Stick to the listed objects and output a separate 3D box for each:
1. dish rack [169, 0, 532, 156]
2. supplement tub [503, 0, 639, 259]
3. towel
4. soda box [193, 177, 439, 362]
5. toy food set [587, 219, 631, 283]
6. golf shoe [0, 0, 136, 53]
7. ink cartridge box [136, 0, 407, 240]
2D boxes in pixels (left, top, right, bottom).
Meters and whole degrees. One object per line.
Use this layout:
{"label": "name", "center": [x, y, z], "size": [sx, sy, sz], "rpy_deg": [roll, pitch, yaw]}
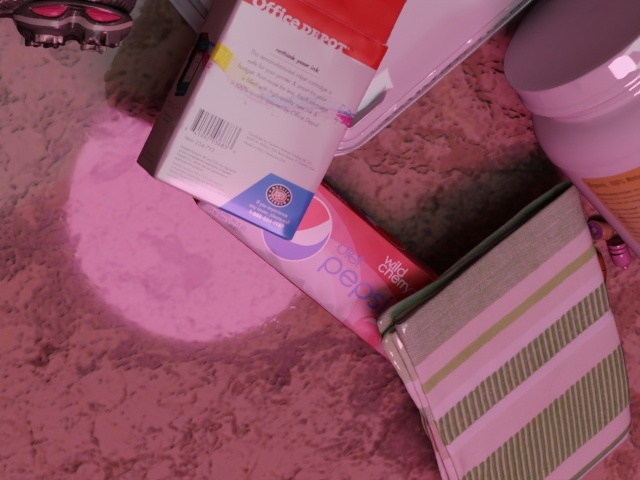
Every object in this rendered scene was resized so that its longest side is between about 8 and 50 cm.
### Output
{"label": "dish rack", "center": [0.051, -0.251, 1.276], "size": [0.333, 0.072, 0.285], "rpy_deg": [-40, 116, 3]}
{"label": "supplement tub", "center": [0.337, -0.101, 1.324], "size": [0.228, 0.228, 0.316], "rpy_deg": [-44, 116, 3]}
{"label": "towel", "center": [0.195, 0.135, 1.423], "size": [0.248, 0.038, 0.325], "rpy_deg": [-36, 125, -20]}
{"label": "soda box", "center": [0.000, 0.000, 1.346], "size": [0.263, 0.083, 0.092], "rpy_deg": [39, 96, -24]}
{"label": "toy food set", "center": [0.275, 0.022, 1.468], "size": [0.078, 0.019, 0.122], "rpy_deg": [26, 101, -23]}
{"label": "golf shoe", "center": [-0.286, -0.222, 1.186], "size": [0.273, 0.105, 0.120], "rpy_deg": [2, 94, -23]}
{"label": "ink cartridge box", "center": [-0.039, -0.134, 1.204], "size": [0.134, 0.078, 0.231], "rpy_deg": [25, 94, -22]}
